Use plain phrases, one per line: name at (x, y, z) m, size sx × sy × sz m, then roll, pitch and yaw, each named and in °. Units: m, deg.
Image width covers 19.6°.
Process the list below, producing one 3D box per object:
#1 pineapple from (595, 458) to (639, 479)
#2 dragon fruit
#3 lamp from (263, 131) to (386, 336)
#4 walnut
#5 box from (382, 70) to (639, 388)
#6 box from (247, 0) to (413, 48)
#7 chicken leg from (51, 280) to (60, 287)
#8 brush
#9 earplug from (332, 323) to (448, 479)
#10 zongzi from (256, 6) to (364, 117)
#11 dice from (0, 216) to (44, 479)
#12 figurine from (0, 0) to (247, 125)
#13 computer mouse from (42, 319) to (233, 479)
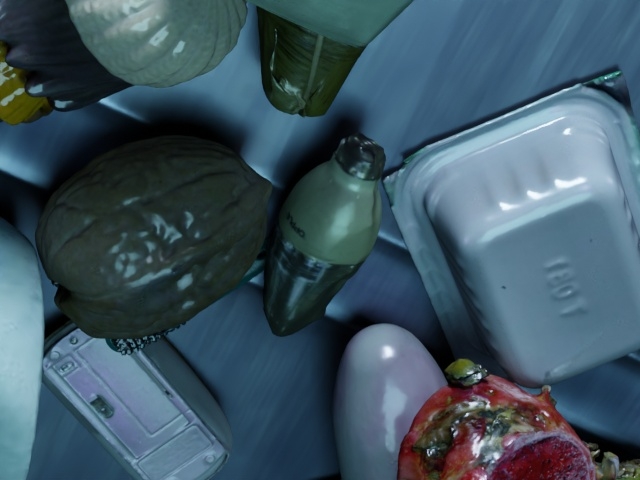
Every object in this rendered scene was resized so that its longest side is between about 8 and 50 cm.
pineapple at (0.303, 0.314, 2.105) m, size 0.335 × 0.161 × 0.158 m, roll 22°, pitch 77°, yaw -41°
dragon fruit at (0.192, 0.259, 1.871) m, size 0.211 × 0.147 × 0.282 m, roll -18°, pitch 109°, yaw -44°
lamp at (0.000, 0.000, 1.806) m, size 0.101 × 0.101 × 0.250 m, roll 12°, pitch 125°, yaw -22°
walnut at (-0.152, -0.009, 1.726) m, size 0.230 × 0.178 × 0.178 m, roll -24°, pitch 128°, yaw -3°
box at (0.238, 0.025, 1.879) m, size 0.264 × 0.106 × 0.336 m, roll -23°, pitch 128°, yaw 3°
box at (-0.003, -0.308, 1.464) m, size 0.221 × 0.290 × 0.166 m, roll 21°, pitch 130°, yaw -26°
chicken leg at (-0.224, 0.029, 1.820) m, size 0.083 × 0.021 × 0.036 m, roll -3°, pitch 135°, yaw -11°
brush at (-0.125, 0.057, 1.832) m, size 0.193 × 0.032 × 0.043 m, roll -30°, pitch 117°, yaw -8°
earplug at (0.087, 0.218, 1.959) m, size 0.172 × 0.172 × 0.301 m, roll -14°, pitch 122°, yaw -4°
zongzi at (-0.046, -0.215, 1.642) m, size 0.204 × 0.094 × 0.205 m, roll 23°, pitch 118°, yaw -23°
dice at (-0.402, 0.121, 1.691) m, size 0.263 × 0.264 × 0.268 m, roll 6°, pitch 125°, yaw -18°
figurine at (-0.213, -0.177, 1.557) m, size 0.332 × 0.204 × 0.185 m, roll -33°, pitch 129°, yaw 11°
computer mouse at (-0.190, 0.164, 1.900) m, size 0.126 × 0.056 × 0.245 m, roll -36°, pitch 119°, yaw 6°
